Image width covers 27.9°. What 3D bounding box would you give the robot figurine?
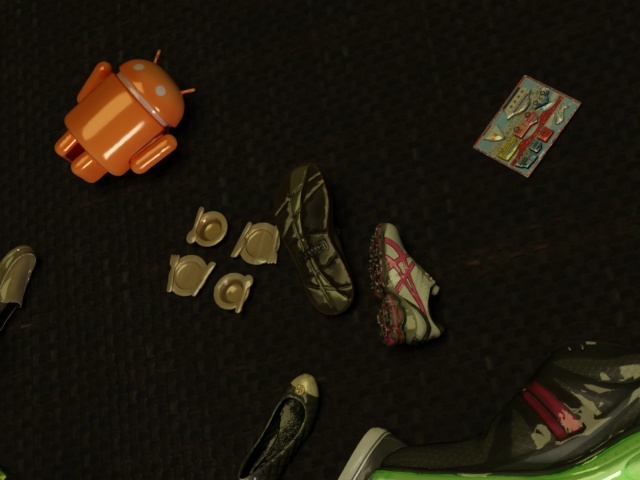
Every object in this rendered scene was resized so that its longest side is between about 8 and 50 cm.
[{"bbox_3d":[-0.298,-0.187,1.948,0.219,0.128,0.158,-42,35,1],"label":"robot figurine"}]

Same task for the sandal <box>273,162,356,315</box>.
[{"bbox_3d":[0.000,0.000,1.789,0.090,0.060,0.219,-27,75,17],"label":"sandal"}]

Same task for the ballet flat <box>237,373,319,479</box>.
[{"bbox_3d":[-0.052,0.254,1.700,0.058,0.049,0.173,22,78,28],"label":"ballet flat"}]

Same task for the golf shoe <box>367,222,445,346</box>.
[{"bbox_3d":[0.112,0.058,1.717,0.086,0.067,0.186,-2,58,-12],"label":"golf shoe"}]

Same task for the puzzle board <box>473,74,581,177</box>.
[{"bbox_3d":[0.281,-0.158,1.762,0.096,0.011,0.128,33,83,30],"label":"puzzle board"}]

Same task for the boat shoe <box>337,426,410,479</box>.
[{"bbox_3d":[0.049,0.346,1.608,0.076,0.080,0.228,21,70,30],"label":"boat shoe"}]

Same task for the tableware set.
[{"bbox_3d":[-0.141,0.027,1.853,0.169,0.020,0.141,15,75,27],"label":"tableware set"}]

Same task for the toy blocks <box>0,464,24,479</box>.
[{"bbox_3d":[-0.350,0.484,1.616,0.381,0.191,0.261,35,82,-3],"label":"toy blocks"}]

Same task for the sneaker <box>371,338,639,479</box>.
[{"bbox_3d":[0.295,0.231,1.519,0.483,0.185,0.202,-17,45,12],"label":"sneaker"}]

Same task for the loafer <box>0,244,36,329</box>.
[{"bbox_3d":[-0.470,0.077,1.952,0.050,0.056,0.148,30,92,29],"label":"loafer"}]
